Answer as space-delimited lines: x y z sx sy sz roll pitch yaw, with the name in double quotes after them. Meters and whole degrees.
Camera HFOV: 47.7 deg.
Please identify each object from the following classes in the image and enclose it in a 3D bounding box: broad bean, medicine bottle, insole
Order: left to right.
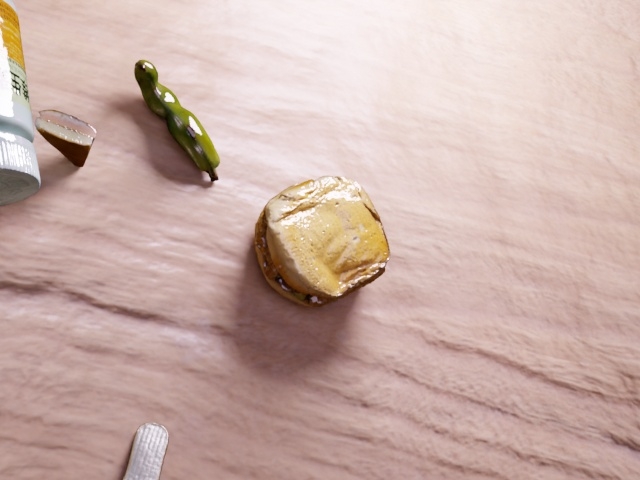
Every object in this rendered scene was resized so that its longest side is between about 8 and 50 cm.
-0.473 -0.214 0.962 0.158 0.158 0.318 -7 76 -25 "medicine bottle"
-0.237 0.318 0.936 0.064 0.004 0.188 17 44 -8 "insole"
-0.216 -0.183 1.117 0.048 0.070 0.214 -38 100 -11 "broad bean"

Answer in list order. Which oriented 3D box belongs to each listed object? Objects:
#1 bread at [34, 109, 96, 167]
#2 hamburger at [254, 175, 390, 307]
-0.345 -0.144 1.019 0.062 0.109 0.043 0 64 23 "bread"
-0.001 -0.001 1.122 0.213 0.108 0.214 6 73 -21 "hamburger"
